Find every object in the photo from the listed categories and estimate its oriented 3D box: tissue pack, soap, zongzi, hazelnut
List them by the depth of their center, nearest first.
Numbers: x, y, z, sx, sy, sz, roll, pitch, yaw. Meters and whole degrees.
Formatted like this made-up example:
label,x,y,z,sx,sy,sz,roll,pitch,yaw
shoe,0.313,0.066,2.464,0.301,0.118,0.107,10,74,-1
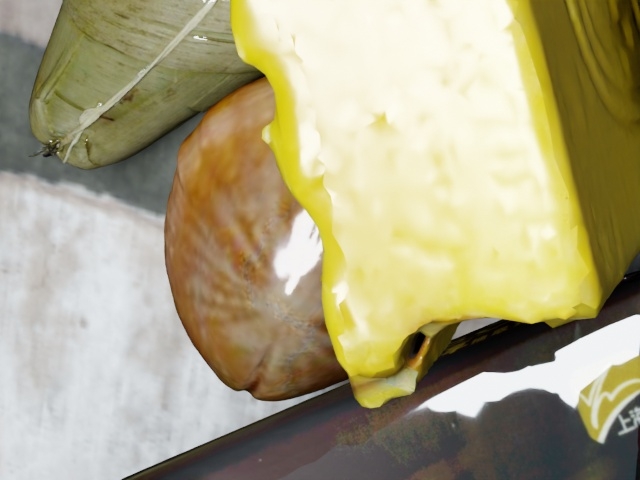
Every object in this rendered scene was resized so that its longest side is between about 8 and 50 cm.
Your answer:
label,x,y,z,sx,sy,sz,roll,pitch,yaw
soap,0.067,-0.084,0.719,0.096,0.324,0.204,-11,99,20
tissue pack,0.046,0.153,0.814,0.370,0.210,0.198,-24,83,17
hazelnut,0.000,0.000,0.862,0.150,0.150,0.150,5,104,22
zongzi,-0.043,-0.073,0.912,0.178,0.081,0.189,24,120,-2
